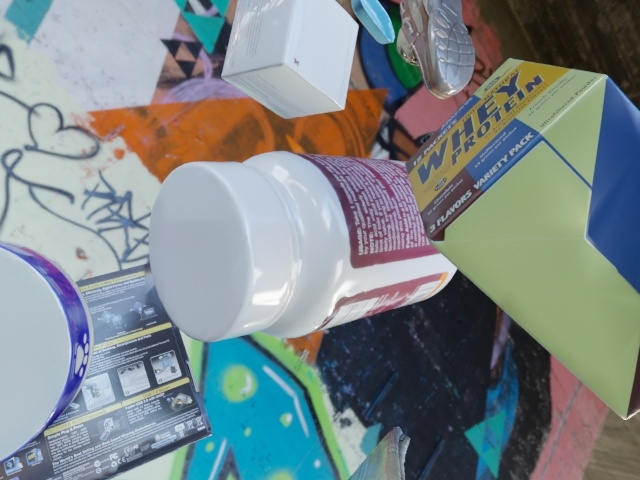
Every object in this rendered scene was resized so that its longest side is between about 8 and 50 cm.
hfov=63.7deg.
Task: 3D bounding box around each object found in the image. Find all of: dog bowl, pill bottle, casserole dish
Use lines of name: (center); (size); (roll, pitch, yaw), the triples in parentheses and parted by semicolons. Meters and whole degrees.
dog bowl: (-0.413, 0.127, 0.595); (0.265, 0.265, 0.104); (47, -11, -6)
pill bottle: (0.000, 0.000, 0.672); (0.223, 0.392, 0.224); (5, -83, 43)
casserole dish: (0.132, -0.585, 1.333); (0.036, 0.114, 0.188); (-21, -33, 32)

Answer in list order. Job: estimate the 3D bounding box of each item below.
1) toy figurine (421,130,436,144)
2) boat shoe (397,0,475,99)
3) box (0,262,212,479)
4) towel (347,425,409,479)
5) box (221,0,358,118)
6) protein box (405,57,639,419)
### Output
toy figurine: (0.403, -0.263, 1.432); (0.209, 0.213, 0.148); (-28, -89, 22)
boat shoe: (0.214, -0.388, 1.000); (0.123, 0.325, 0.116); (26, -38, -29)
box: (-0.410, 0.235, 0.817); (0.097, 0.394, 0.319); (-38, -109, 59)
towel: (-0.001, 0.360, 0.554); (0.056, 0.312, 0.324); (40, 0, 13)
box: (-0.028, -0.194, 0.524); (0.087, 0.101, 0.102); (2, -12, 39)
protein box: (0.189, -0.020, 0.406); (0.199, 0.201, 0.136); (41, -71, -11)
